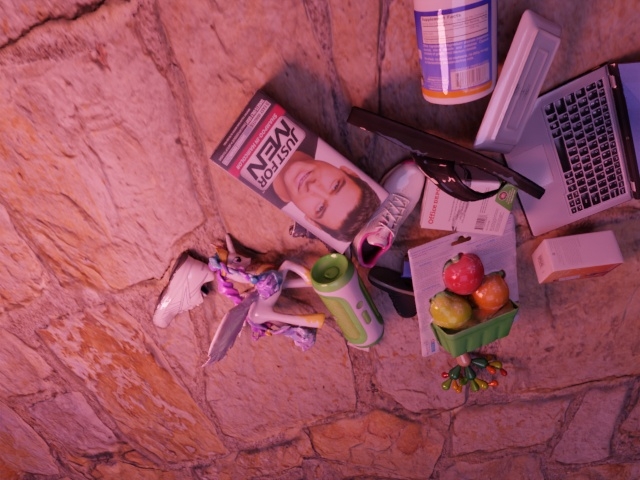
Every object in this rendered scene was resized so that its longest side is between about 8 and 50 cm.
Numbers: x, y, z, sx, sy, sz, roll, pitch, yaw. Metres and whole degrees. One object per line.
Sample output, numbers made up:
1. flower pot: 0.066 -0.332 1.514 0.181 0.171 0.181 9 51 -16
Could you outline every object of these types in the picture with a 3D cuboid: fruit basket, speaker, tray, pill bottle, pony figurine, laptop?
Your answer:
1. fruit basket: 0.403 0.129 1.214 0.327 0.165 0.353 -19 108 -12
2. speaker: 0.078 0.169 1.184 0.131 0.131 0.296 -18 130 14
3. tray: 0.410 -0.308 0.888 0.145 0.030 0.270 -4 119 -36
4. pill bottle: 0.260 -0.419 0.838 0.152 0.152 0.272 -10 124 9
5. pony figurine: -0.172 0.188 1.246 0.364 0.303 0.351 15 93 -5
6. laptop: 0.660 -0.164 0.955 0.408 0.236 0.382 -25 121 18

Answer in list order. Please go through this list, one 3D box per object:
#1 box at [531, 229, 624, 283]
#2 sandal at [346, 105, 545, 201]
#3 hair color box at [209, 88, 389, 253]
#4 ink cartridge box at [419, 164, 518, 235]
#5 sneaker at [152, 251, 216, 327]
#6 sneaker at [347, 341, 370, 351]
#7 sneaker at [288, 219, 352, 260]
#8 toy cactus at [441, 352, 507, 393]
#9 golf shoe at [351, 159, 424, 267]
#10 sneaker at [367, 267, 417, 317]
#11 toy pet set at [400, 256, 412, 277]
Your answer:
1. box: 0.678 0.047 1.161 0.171 0.091 0.130 -8 158 9
2. sandal: 0.260 -0.171 0.965 0.446 0.167 0.107 25 109 10
3. hair color box: -0.046 -0.155 1.011 0.374 0.113 0.185 35 98 -17
4. ink cartridge box: 0.362 -0.104 1.088 0.208 0.087 0.153 6 126 5
5. sneaker: -0.417 0.172 1.314 0.129 0.111 0.297 24 124 -21
6. sneaker: 0.117 0.279 1.393 0.094 0.080 0.212 6 128 12
7. sneaker: 0.000 -0.001 1.175 0.163 0.086 0.226 -8 116 -5
8. toy cactus: 0.506 0.431 1.485 0.219 0.112 0.180 -22 103 20
9. golf shoe: 0.176 -0.057 1.108 0.115 0.140 0.306 21 122 -11
10. sneaker: 0.223 0.166 1.298 0.222 0.083 0.118 21 124 -14
11. toy pet set: 0.291 0.077 1.243 0.114 0.065 0.122 5 125 -2
